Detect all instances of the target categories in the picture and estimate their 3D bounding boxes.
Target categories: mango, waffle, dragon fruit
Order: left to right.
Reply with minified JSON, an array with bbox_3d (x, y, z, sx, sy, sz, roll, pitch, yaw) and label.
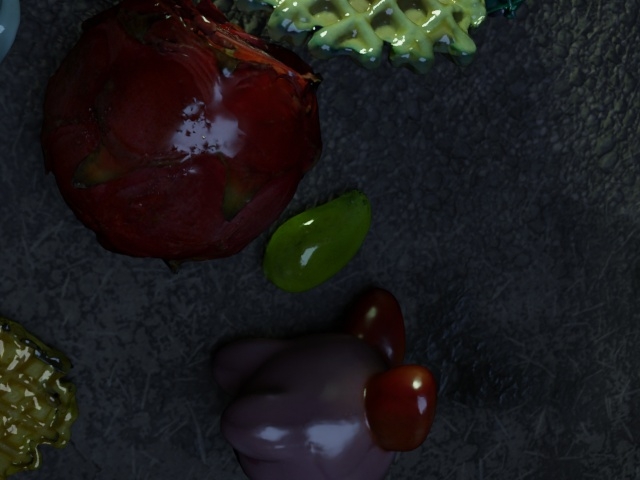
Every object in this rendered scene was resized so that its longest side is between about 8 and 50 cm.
[{"bbox_3d":[-0.429,0.181,1.376,0.281,0.060,0.262,-11,111,-17],"label":"waffle"},{"bbox_3d":[-0.151,-0.125,1.260,0.296,0.295,0.302,29,124,-26],"label":"dragon fruit"},{"bbox_3d":[0.000,0.000,1.467,0.165,0.074,0.091,-41,114,-4],"label":"mango"},{"bbox_3d":[0.048,-0.319,1.293,0.292,0.056,0.309,8,65,-8],"label":"waffle"}]

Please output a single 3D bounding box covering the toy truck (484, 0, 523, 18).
[{"bbox_3d":[0.169,-0.301,1.406,0.216,0.116,0.110,-21,113,-13],"label":"toy truck"}]

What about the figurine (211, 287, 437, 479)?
[{"bbox_3d":[0.011,0.227,1.461,0.261,0.269,0.211,-15,118,-5],"label":"figurine"}]

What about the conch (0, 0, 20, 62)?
[{"bbox_3d":[-0.420,-0.249,1.193,0.185,0.121,0.221,-35,147,30],"label":"conch"}]
